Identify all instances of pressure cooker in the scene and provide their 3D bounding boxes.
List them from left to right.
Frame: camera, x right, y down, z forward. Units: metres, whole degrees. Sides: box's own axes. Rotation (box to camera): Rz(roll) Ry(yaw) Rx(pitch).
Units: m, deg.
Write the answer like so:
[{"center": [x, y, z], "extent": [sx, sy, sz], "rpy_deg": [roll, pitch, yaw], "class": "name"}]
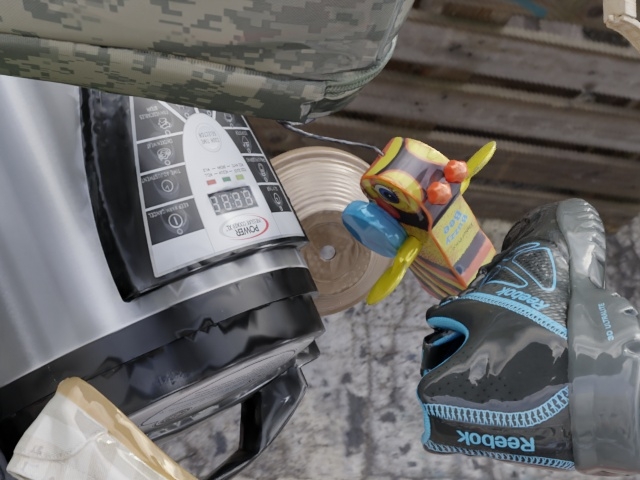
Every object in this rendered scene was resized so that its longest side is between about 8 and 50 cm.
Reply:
[{"center": [-0.196, 0.043, 0.863], "extent": [0.370, 0.375, 0.420], "rpy_deg": [-24, 82, -4], "class": "pressure cooker"}]

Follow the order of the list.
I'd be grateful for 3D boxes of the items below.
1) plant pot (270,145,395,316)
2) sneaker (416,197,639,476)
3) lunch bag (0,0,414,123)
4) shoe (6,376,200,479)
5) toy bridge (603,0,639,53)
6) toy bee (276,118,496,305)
[{"center": [0.000, 0.000, 1.237], "extent": [0.237, 0.110, 0.237], "rpy_deg": [-3, 106, -10], "class": "plant pot"}, {"center": [0.139, 0.050, 0.668], "extent": [0.139, 0.341, 0.125], "rpy_deg": [-4, 103, 9], "class": "sneaker"}, {"center": [-0.083, -0.188, 0.427], "extent": [0.305, 0.256, 0.212], "rpy_deg": [9, 87, -6], "class": "lunch bag"}, {"center": [-0.069, 0.160, 0.490], "extent": [0.219, 0.076, 0.058], "rpy_deg": [36, 57, 9], "class": "shoe"}, {"center": [0.323, -0.176, 0.840], "extent": [0.188, 0.026, 0.063], "rpy_deg": [8, 77, -32], "class": "toy bridge"}, {"center": [0.086, -0.028, 0.879], "extent": [0.298, 0.162, 0.195], "rpy_deg": [23, 86, -35], "class": "toy bee"}]
